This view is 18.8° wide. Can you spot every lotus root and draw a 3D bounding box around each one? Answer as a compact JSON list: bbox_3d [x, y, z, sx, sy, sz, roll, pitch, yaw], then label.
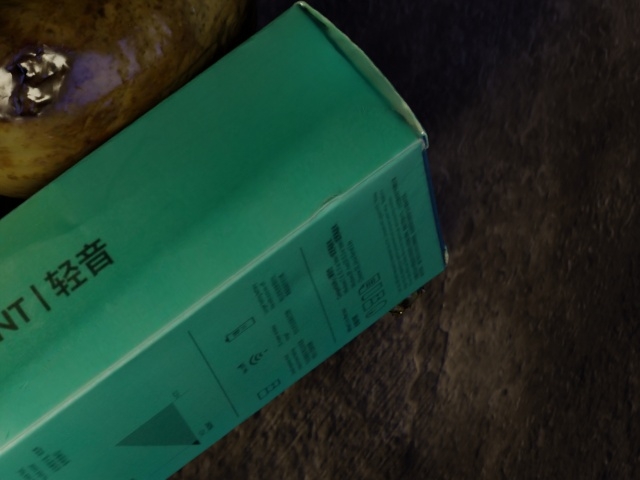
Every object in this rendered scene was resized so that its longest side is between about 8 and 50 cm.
[{"bbox_3d":[-0.135,-0.103,1.083,0.260,0.128,0.145,-39,146,-25],"label":"lotus root"}]

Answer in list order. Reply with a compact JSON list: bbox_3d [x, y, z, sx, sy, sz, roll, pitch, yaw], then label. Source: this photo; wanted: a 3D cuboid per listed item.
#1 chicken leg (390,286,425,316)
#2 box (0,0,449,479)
[{"bbox_3d":[0.000,0.000,1.308,0.227,0.088,0.103,11,87,-45],"label":"chicken leg"},{"bbox_3d":[-0.084,0.029,1.098,0.311,0.118,0.205,-37,157,-6],"label":"box"}]
